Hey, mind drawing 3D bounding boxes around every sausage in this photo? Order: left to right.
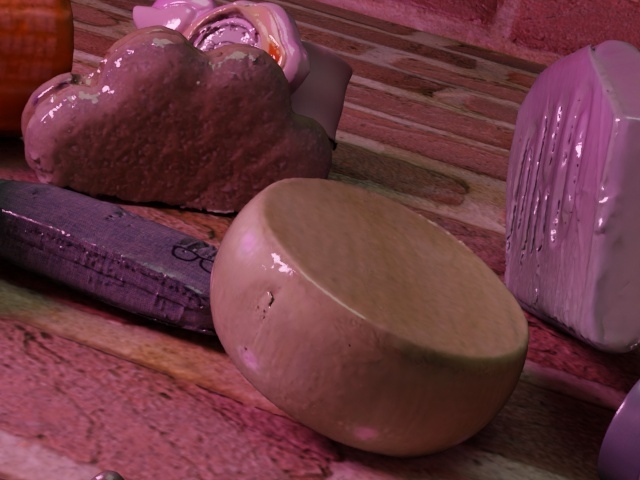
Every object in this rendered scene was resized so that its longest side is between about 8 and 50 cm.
[{"bbox_3d":[-0.435,-0.221,1.229,0.287,0.233,0.233,-5,27,-42],"label":"sausage"}]

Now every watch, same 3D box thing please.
[{"bbox_3d":[-0.094,-0.181,1.456,0.248,0.211,0.217,8,-12,27],"label":"watch"}]

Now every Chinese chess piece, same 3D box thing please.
[{"bbox_3d":[0.037,0.054,0.904,0.250,0.101,0.250,23,25,-12],"label":"Chinese chess piece"}]

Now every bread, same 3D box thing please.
[{"bbox_3d":[-0.141,-0.129,1.251,0.337,0.183,0.102,7,18,-25],"label":"bread"}]

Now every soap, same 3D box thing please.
[{"bbox_3d":[0.277,-0.042,1.083,0.156,0.261,0.446,8,3,-1],"label":"soap"}]

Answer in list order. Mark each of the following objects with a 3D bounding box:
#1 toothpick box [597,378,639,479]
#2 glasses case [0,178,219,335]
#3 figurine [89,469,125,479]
[{"bbox_3d":[0.289,0.167,0.838,0.153,0.101,0.101,30,25,34],"label":"toothpick box"},{"bbox_3d":[-0.178,0.011,1.000,0.282,0.067,0.109,22,18,13],"label":"glasses case"},{"bbox_3d":[-0.051,0.205,0.409,0.343,0.167,0.285,-12,16,-9],"label":"figurine"}]
